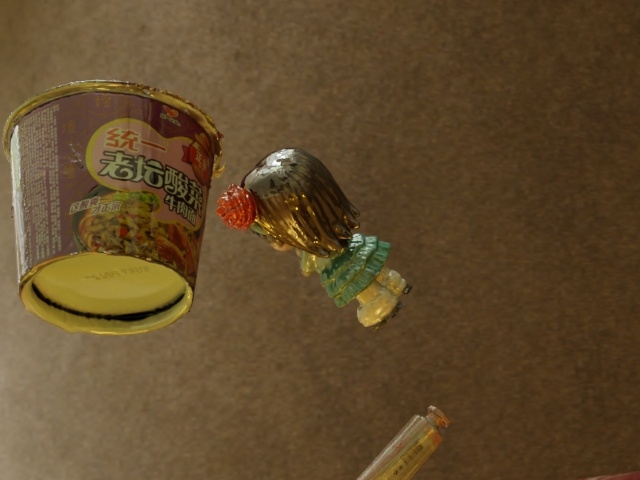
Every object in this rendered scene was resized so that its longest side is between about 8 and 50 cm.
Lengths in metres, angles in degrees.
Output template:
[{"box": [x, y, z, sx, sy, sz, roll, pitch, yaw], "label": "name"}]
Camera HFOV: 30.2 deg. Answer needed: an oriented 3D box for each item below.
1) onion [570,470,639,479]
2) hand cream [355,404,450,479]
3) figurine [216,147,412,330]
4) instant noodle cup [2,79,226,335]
[{"box": [0.139, 0.221, 0.500, 0.230, 0.272, 0.256, -12, 98, 60], "label": "onion"}, {"box": [0.070, 0.275, 1.346, 0.209, 0.067, 0.043, -45, 34, -16], "label": "hand cream"}, {"box": [0.000, 0.000, 1.394, 0.245, 0.138, 0.110, 45, 132, -9], "label": "figurine"}, {"box": [-0.303, -0.032, 1.735, 0.340, 0.340, 0.266, -34, 47, 39], "label": "instant noodle cup"}]
